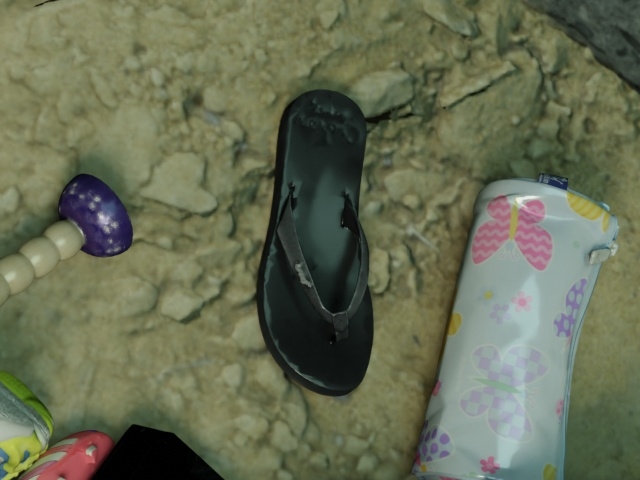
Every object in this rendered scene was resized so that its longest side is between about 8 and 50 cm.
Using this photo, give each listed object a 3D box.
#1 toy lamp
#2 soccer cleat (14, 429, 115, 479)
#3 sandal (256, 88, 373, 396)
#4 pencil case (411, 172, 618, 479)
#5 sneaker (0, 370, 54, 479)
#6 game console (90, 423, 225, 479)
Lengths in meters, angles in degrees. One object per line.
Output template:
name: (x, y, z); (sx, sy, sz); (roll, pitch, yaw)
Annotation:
toy lamp: (-0.256, 0.049, 1.280); (0.274, 0.080, 0.080); (-36, 95, -33)
soccer cleat: (-0.243, 0.227, 1.285); (0.248, 0.095, 0.083); (-54, 140, -34)
sandal: (-0.001, -0.001, 1.429); (0.097, 0.054, 0.255); (1, 80, -22)
pencil case: (0.162, 0.086, 1.447); (0.124, 0.113, 0.273); (16, 76, -2)
sneaker: (-0.252, 0.152, 1.213); (0.091, 0.240, 0.126); (42, 85, 7)
game console: (-0.140, 0.312, 1.244); (0.213, 0.044, 0.361); (52, 43, -17)
